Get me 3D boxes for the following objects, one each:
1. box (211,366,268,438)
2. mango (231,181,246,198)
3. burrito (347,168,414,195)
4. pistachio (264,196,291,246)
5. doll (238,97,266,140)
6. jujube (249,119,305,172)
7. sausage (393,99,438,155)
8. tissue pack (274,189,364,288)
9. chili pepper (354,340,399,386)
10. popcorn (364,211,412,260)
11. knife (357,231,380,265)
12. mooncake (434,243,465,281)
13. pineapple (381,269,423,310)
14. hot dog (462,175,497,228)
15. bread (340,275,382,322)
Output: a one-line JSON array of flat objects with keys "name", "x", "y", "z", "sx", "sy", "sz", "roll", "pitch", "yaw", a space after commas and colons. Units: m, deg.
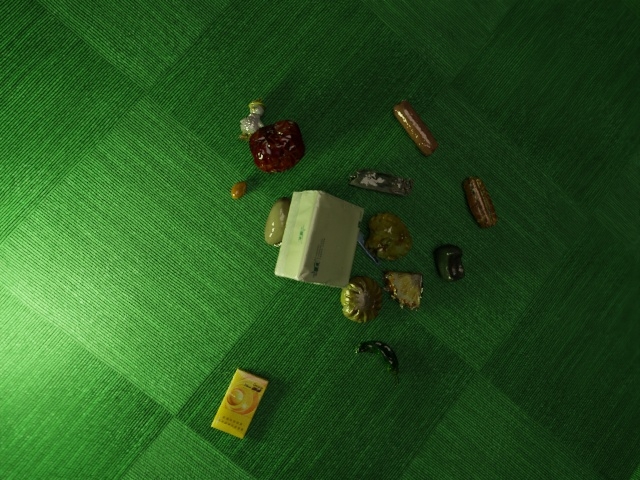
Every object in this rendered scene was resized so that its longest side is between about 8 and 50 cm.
[{"name": "box", "x": -0.351, "y": 0.710, "z": 1.808, "sx": 0.152, "sy": 0.043, "sz": 0.269, "roll": 26, "pitch": 85, "yaw": -7}, {"name": "mango", "x": -0.361, "y": -0.226, "z": 1.835, "sx": 0.060, "sy": 0.046, "sz": 0.089, "roll": 38, "pitch": 71, "yaw": -8}, {"name": "burrito", "x": 0.281, "y": -0.273, "z": 1.919, "sx": 0.309, "sy": 0.066, "sz": 0.096, "roll": 9, "pitch": 90, "yaw": -5}, {"name": "pistachio", "x": -0.176, "y": -0.082, "z": 1.823, "sx": 0.136, "sy": 0.136, "sz": 0.226, "roll": 17, "pitch": 94, "yaw": -8}, {"name": "doll", "x": -0.298, "y": -0.537, "z": 1.831, "sx": 0.129, "sy": 0.081, "sz": 0.207, "roll": 16, "pitch": 83, "yaw": 27}, {"name": "jujube", "x": -0.186, "y": -0.407, "z": 1.786, "sx": 0.232, "sy": 0.213, "sz": 0.213, "roll": -18, "pitch": 91, "yaw": 1}, {"name": "sausage", "x": 0.448, "y": -0.530, "z": 1.941, "sx": 0.086, "sy": 0.086, "sz": 0.289, "roll": -38, "pitch": 93, "yaw": -8}, {"name": "tissue pack", "x": 0.000, "y": 0.000, "z": 1.761, "sx": 0.297, "sy": 0.207, "sz": 0.380, "roll": 13, "pitch": 87, "yaw": -41}, {"name": "chili pepper", "x": 0.291, "y": 0.549, "z": 1.899, "sx": 0.279, "sy": 0.065, "sz": 0.122, "roll": 43, "pitch": 92, "yaw": -3}, {"name": "popcorn", "x": 0.296, "y": -0.013, "z": 1.872, "sx": 0.203, "sy": 0.200, "sz": 0.226, "roll": -37, "pitch": 128, "yaw": 18}, {"name": "knife", "x": 0.184, "y": -0.009, "z": 1.923, "sx": 0.044, "sy": 0.019, "sz": 0.313, "roll": -40, "pitch": 94, "yaw": -15}, {"name": "mooncake", "x": 0.603, "y": 0.101, "z": 1.905, "sx": 0.104, "sy": 0.175, "sz": 0.168, "roll": -11, "pitch": 49, "yaw": -5}, {"name": "pineapple", "x": 0.394, "y": 0.210, "z": 1.912, "sx": 0.186, "sy": 0.114, "sz": 0.236, "roll": -44, "pitch": 105, "yaw": -8}, {"name": "hot dog", "x": 0.767, "y": -0.183, "z": 1.988, "sx": 0.115, "sy": 0.072, "sz": 0.269, "roll": -26, "pitch": 93, "yaw": 0}, {"name": "bread", "x": 0.192, "y": 0.268, "z": 1.873, "sx": 0.213, "sy": 0.105, "sz": 0.213, "roll": 1, "pitch": 87, "yaw": -11}]
